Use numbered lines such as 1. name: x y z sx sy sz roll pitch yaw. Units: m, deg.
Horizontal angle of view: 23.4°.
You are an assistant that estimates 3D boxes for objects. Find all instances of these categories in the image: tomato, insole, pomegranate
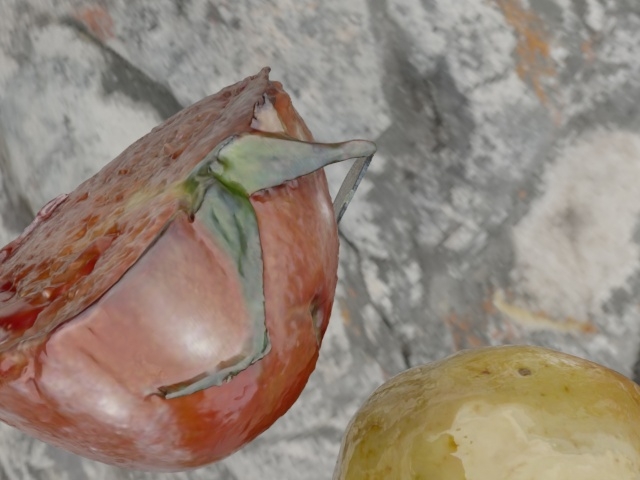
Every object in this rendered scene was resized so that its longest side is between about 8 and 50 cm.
1. tomato: -0.095 0.046 0.941 0.309 0.309 0.170 -37 104 1
2. insole: 0.000 0.000 1.880 0.012 0.309 0.110 33 145 -7
3. pomegranate: 0.159 0.260 1.338 0.343 0.342 0.342 -6 113 -14
